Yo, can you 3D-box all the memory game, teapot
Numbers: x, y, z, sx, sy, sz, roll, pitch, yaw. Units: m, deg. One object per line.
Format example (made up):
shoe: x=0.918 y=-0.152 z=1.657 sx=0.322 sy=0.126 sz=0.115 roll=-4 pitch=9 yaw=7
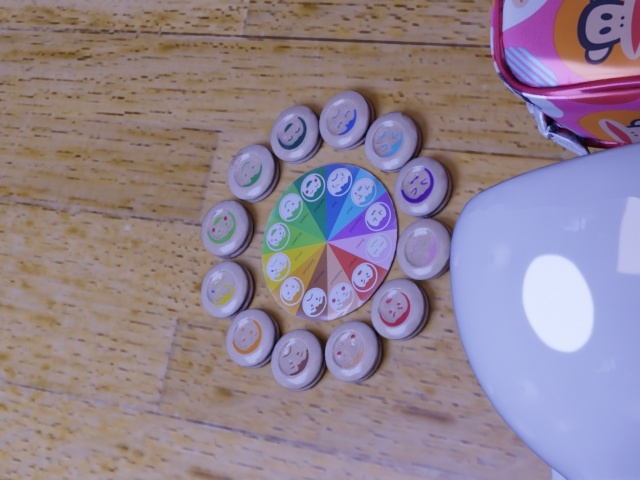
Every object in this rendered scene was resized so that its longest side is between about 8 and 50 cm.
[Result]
memory game: x=0.000 y=0.000 z=1.059 sx=0.186 sy=0.012 sz=0.186 roll=-10 pitch=71 yaw=32
teapot: x=0.185 y=0.054 z=0.788 sx=0.252 sy=0.256 sz=0.187 roll=-12 pitch=82 yaw=18

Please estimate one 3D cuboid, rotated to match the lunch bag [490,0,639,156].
lunch bag: x=0.189 y=-0.193 z=0.910 sx=0.258 sy=0.120 sz=0.293 roll=-1 pitch=73 yaw=31
